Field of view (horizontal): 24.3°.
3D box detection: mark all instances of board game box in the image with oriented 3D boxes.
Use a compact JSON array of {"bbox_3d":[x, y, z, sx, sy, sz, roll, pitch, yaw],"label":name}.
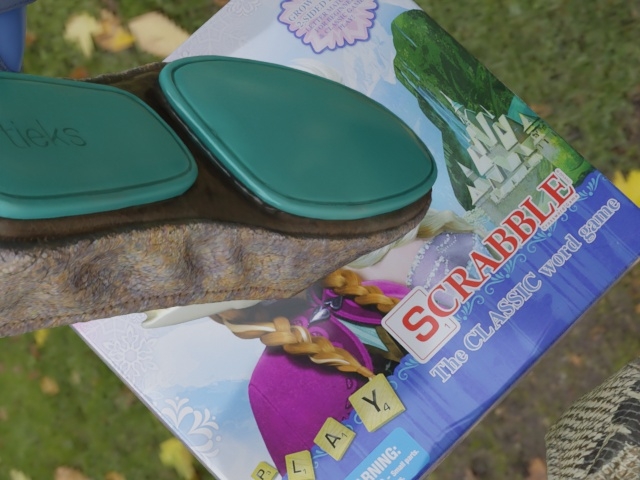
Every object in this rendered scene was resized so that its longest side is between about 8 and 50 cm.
[{"bbox_3d":[0.000,0.000,0.981,0.318,0.318,0.066,44,168,11],"label":"board game box"}]

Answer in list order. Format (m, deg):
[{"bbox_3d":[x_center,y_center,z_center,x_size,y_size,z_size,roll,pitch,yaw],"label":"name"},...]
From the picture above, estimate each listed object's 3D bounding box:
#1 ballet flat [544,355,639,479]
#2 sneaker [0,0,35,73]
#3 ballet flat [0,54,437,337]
[{"bbox_3d":[0.158,0.243,0.830,0.182,0.483,0.164,-33,107,28],"label":"ballet flat"},{"bbox_3d":[-0.108,-0.210,0.694,0.130,0.236,0.323,-107,6,-46],"label":"sneaker"},{"bbox_3d":[-0.072,-0.012,0.580,0.106,0.316,0.107,-48,66,27],"label":"ballet flat"}]
